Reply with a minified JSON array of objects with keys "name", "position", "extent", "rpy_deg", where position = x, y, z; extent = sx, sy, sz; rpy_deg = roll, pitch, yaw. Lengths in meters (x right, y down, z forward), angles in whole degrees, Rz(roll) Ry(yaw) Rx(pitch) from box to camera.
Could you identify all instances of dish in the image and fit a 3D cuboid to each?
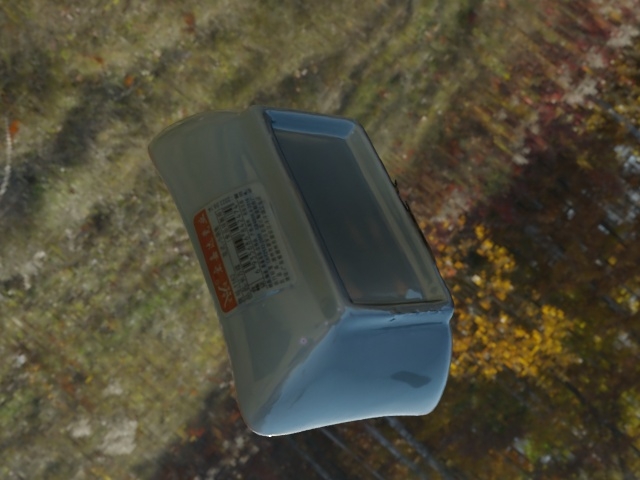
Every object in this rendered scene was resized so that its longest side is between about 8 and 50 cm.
[{"name":"dish","position":[0.000,0.000,0.536],"extent":[0.151,0.212,0.077],"rpy_deg":[3,143,-41]}]
